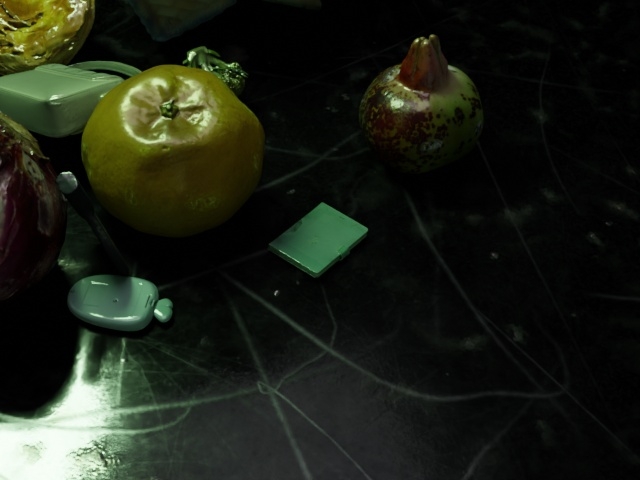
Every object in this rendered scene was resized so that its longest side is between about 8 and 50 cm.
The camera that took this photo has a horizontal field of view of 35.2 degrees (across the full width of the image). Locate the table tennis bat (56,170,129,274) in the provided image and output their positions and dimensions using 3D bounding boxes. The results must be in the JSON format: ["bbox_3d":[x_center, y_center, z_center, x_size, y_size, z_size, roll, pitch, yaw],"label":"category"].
[{"bbox_3d":[-0.324,-0.031,1.420,0.027,0.236,0.150,-32,69,-10],"label":"table tennis bat"}]

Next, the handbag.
[{"bbox_3d":[-0.410,-0.249,1.678,0.219,0.079,0.256,-28,32,-34],"label":"handbag"}]

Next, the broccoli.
[{"bbox_3d":[-0.197,-0.275,1.753,0.130,0.120,0.131,-24,19,-9],"label":"broccoli"}]

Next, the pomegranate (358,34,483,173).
[{"bbox_3d":[0.168,-0.232,1.671,0.214,0.247,0.214,0,48,0],"label":"pomegranate"}]

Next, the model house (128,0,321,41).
[{"bbox_3d":[-0.202,-0.608,1.893,0.446,0.400,0.395,-2,54,-33],"label":"model house"}]

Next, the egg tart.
[{"bbox_3d":[-0.536,-0.429,1.822,0.297,0.132,0.297,0,89,6],"label":"egg tart"}]

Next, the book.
[{"bbox_3d":[0.000,0.000,1.578,0.103,0.017,0.135,31,49,24],"label":"book"}]

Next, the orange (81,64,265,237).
[{"bbox_3d":[-0.224,-0.140,1.534,0.279,0.235,0.279,0,51,0],"label":"orange"}]

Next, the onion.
[{"bbox_3d":[-0.493,-0.046,1.392,0.337,0.260,0.282,37,93,14],"label":"onion"}]

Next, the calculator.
[{"bbox_3d":[-0.287,0.088,1.448,0.153,0.021,0.095,8,45,4],"label":"calculator"}]
